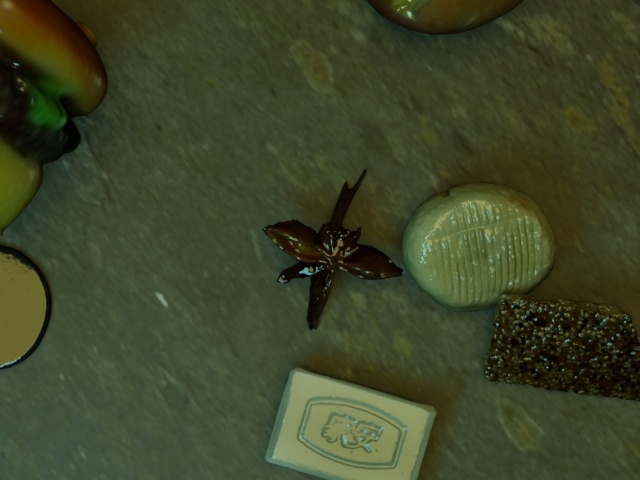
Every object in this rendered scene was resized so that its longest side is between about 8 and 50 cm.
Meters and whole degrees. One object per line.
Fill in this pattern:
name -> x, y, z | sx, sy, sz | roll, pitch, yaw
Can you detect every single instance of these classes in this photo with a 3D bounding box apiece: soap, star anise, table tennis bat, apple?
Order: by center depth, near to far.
apple -> 0.152, -0.362, 1.863 | 0.242, 0.241, 0.242 | 0, 87, -5
soap -> 0.036, 0.231, 1.900 | 0.183, 0.064, 0.121 | 16, 87, 0
table tennis bat -> -0.411, 0.120, 1.910 | 0.150, 0.027, 0.236 | 13, 84, -2
star anise -> 0.010, -0.001, 1.922 | 0.140, 0.144, 0.158 | -27, 118, 14

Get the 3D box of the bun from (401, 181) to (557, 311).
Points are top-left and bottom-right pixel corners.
bun -> 0.190, 0.005, 1.907 | 0.188, 0.111, 0.164 | -14, 106, -3

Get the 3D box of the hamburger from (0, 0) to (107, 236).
hamburger -> -0.431, -0.206, 1.775 | 0.396, 0.396, 0.277 | 33, 86, 1

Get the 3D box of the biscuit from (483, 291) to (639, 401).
biscuit -> 0.321, 0.131, 1.902 | 0.237, 0.026, 0.131 | 8, 125, -1
